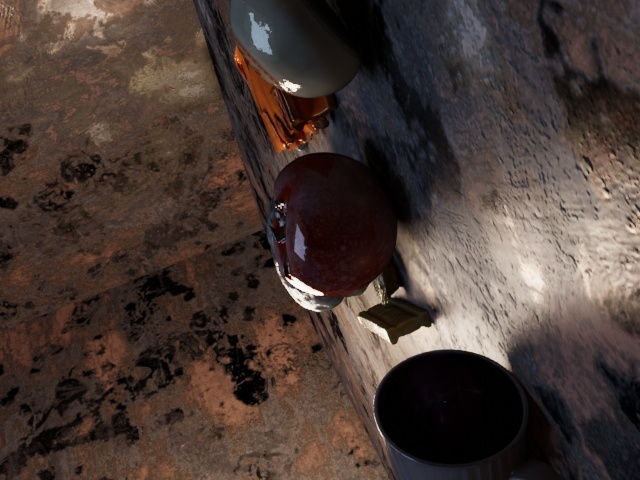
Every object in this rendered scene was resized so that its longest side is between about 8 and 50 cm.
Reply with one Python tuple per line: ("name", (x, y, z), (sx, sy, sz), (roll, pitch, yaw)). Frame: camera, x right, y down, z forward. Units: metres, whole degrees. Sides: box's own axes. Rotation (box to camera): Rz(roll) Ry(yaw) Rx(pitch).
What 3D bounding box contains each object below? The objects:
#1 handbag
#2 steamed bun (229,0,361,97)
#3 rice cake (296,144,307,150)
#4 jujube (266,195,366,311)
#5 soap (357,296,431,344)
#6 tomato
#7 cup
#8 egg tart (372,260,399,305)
("handbag", (-0.092, -0.362, 1.619), (0.410, 0.116, 0.303), (163, 85, -82))
("steamed bun", (-0.052, -0.315, 1.124), (0.232, 0.145, 0.232), (45, -160, -21))
("rice cake", (-0.097, -0.342, 1.958), (0.189, 0.037, 0.198), (-139, 29, -71))
("jujube", (-0.008, 0.003, 1.648), (0.246, 0.215, 0.308), (-157, 47, -77))
("soap", (0.147, 0.162, 1.493), (0.252, 0.092, 0.037), (-169, 56, -80))
("tomato", (0.026, -0.027, 1.335), (0.270, 0.227, 0.270), (176, 90, -72))
("cup", (0.241, 0.328, 1.099), (0.208, 0.288, 0.273), (-67, -30, -46))
("egg tart", (0.132, 0.072, 1.518), (0.129, 0.049, 0.129), (163, 90, -86))
